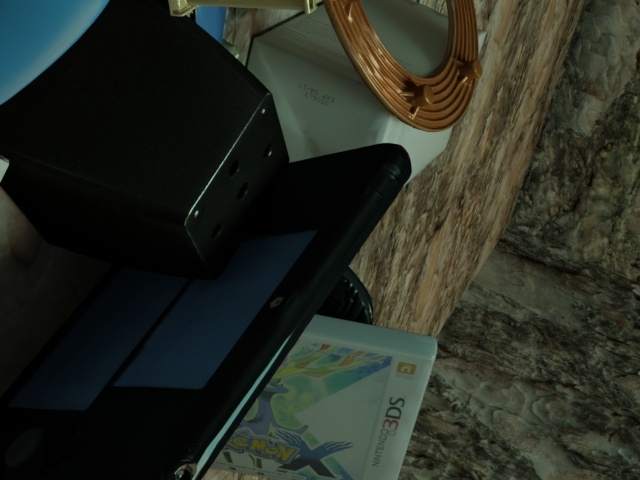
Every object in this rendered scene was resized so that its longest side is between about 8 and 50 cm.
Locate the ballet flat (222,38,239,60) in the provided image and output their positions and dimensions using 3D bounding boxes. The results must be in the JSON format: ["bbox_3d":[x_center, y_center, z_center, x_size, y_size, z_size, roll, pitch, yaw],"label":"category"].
[{"bbox_3d":[-0.092,-0.138,1.081,0.072,0.068,0.213,-61,164,-11],"label":"ballet flat"}]

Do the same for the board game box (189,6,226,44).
[{"bbox_3d":[-0.104,-0.234,0.921,0.133,0.033,0.169,79,16,-71],"label":"board game box"}]

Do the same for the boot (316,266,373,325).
[{"bbox_3d":[0.000,0.000,1.284,0.094,0.246,0.207,-56,167,30],"label":"boot"}]

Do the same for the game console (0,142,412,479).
[{"bbox_3d":[-0.125,0.070,0.934,0.342,0.060,0.386,-13,-145,51],"label":"game console"}]

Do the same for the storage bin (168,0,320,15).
[{"bbox_3d":[-0.013,-0.334,0.826,0.262,0.123,0.260,-45,137,-48],"label":"storage bin"}]

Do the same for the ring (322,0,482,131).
[{"bbox_3d":[0.092,-0.280,1.141,0.336,0.032,0.337,25,59,-51],"label":"ring"}]

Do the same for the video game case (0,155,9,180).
[{"bbox_3d":[-0.310,0.019,0.677,0.232,0.041,0.210,-63,164,-3],"label":"video game case"}]

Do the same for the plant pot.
[{"bbox_3d":[-0.132,-0.073,0.877,0.188,0.167,0.187,-58,163,-17],"label":"plant pot"}]

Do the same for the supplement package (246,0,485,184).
[{"bbox_3d":[0.048,-0.167,1.282,0.293,0.177,0.175,-41,152,-53],"label":"supplement package"}]

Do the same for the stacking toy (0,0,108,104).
[{"bbox_3d":[-0.163,-0.237,0.579,0.165,0.175,0.302,-29,-146,43],"label":"stacking toy"}]

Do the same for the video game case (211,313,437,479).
[{"bbox_3d":[-0.054,0.185,1.253,0.300,0.329,0.036,99,2,-46],"label":"video game case"}]
